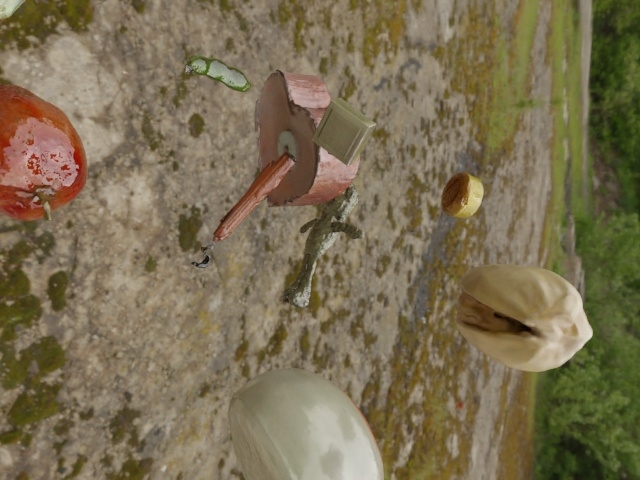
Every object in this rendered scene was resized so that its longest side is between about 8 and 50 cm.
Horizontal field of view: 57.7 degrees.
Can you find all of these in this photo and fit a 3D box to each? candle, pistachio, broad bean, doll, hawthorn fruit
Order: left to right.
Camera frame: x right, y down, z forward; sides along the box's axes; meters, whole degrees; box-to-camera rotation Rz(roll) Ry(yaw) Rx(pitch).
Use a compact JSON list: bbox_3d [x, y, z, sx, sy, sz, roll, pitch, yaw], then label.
[{"bbox_3d":[-0.466,-0.123,0.919,0.205,0.253,0.205,-36,155,-20],"label":"hawthorn fruit"},{"bbox_3d":[-0.245,-0.403,1.394,0.255,0.047,0.065,-4,73,-62],"label":"broad bean"},{"bbox_3d":[-0.088,-0.034,0.649,0.167,0.026,0.021,-48,151,10],"label":"candle"},{"bbox_3d":[-0.033,-0.183,1.217,0.132,0.316,0.287,-2,129,-29],"label":"candle"},{"bbox_3d":[-0.005,-0.003,1.283,0.091,0.202,0.285,28,107,-21],"label":"doll"},{"bbox_3d":[0.291,0.108,0.876,0.158,0.230,0.157,-4,99,-25],"label":"pistachio"}]

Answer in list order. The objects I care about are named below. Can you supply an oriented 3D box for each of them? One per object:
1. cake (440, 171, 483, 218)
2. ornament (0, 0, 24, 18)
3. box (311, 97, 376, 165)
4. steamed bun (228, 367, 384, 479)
[{"bbox_3d":[0.252,-0.080,1.042,0.044,0.084,0.083,17,79,-19],"label":"cake"},{"bbox_3d":[-0.464,-0.291,0.667,0.059,0.180,0.201,-50,-164,57],"label":"ornament"},{"bbox_3d":[0.037,-0.175,0.947,0.035,0.079,0.083,-35,160,-54],"label":"box"},{"bbox_3d":[-0.011,0.318,0.866,0.177,0.283,0.282,-22,118,-26],"label":"steamed bun"}]
